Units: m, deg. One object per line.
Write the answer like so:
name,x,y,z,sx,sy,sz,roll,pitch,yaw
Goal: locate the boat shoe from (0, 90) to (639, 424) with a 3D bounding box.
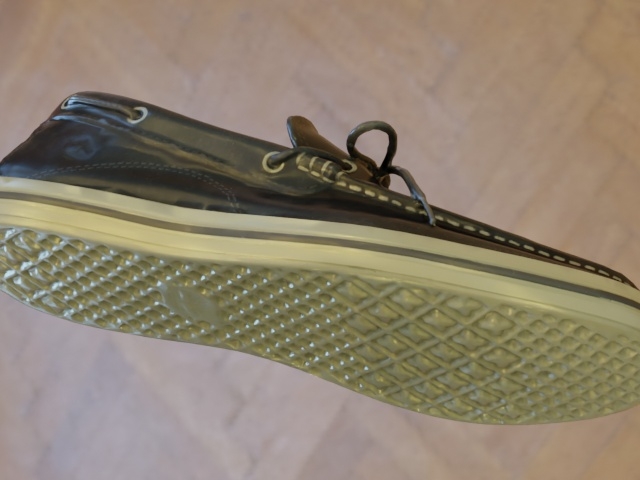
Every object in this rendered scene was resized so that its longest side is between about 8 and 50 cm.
boat shoe,0.000,0.000,1.353,0.500,0.156,0.187,12,146,18
